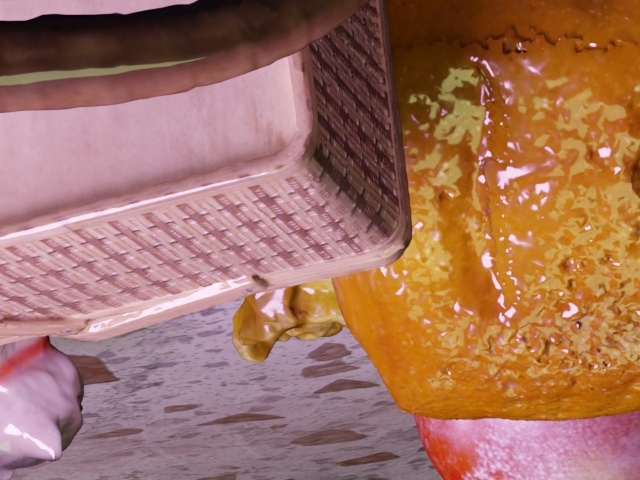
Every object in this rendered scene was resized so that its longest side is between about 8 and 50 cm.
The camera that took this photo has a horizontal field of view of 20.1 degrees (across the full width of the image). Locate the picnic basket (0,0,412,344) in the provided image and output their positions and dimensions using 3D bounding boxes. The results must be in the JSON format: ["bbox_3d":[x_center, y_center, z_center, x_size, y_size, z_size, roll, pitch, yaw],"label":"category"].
[{"bbox_3d":[-0.126,-0.079,0.971,0.313,0.228,0.175,-14,159,17],"label":"picnic basket"}]

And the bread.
[{"bbox_3d":[0.159,-0.025,1.090,0.337,0.328,0.148,-4,-152,10],"label":"bread"}]

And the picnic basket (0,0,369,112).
[{"bbox_3d":[-0.087,-0.180,0.506,0.293,0.337,0.337,-3,162,-13],"label":"picnic basket"}]

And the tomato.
[{"bbox_3d":[0.201,0.093,1.390,0.270,0.270,0.227,3,178,-31],"label":"tomato"}]

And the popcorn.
[{"bbox_3d":[0.003,0.005,1.419,0.198,0.155,0.197,-18,159,-7],"label":"popcorn"}]

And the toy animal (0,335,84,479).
[{"bbox_3d":[-0.269,0.088,1.543,0.266,0.188,0.308,20,153,-39],"label":"toy animal"}]
